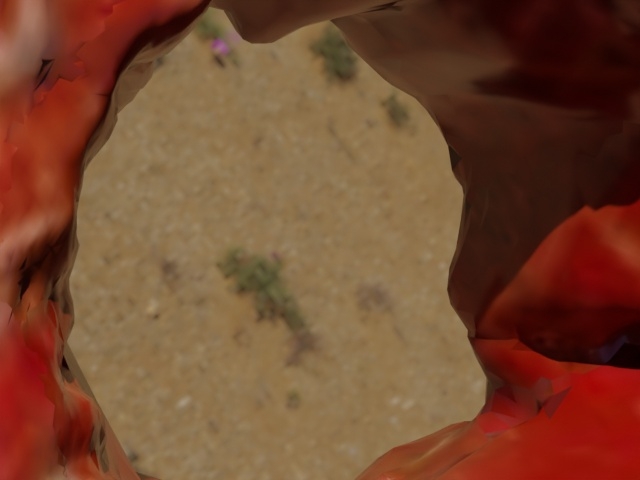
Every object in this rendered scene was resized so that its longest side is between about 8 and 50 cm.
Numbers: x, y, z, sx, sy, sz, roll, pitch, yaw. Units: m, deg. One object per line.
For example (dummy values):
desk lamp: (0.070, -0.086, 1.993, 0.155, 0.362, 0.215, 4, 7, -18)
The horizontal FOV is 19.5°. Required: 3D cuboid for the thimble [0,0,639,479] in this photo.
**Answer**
thimble: (0.000, 0.000, 0.511, 0.350, 0.230, 0.350, -1, 93, -27)
